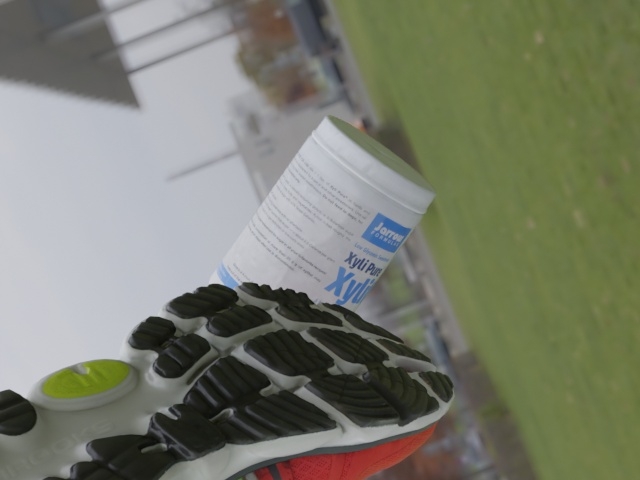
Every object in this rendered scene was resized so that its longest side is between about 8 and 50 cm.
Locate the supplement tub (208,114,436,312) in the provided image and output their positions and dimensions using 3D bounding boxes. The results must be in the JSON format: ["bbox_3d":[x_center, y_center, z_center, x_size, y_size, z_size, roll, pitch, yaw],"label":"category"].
[{"bbox_3d":[0.000,0.000,0.910,0.071,0.107,0.071,34,-169,-7],"label":"supplement tub"}]

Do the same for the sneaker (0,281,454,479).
[{"bbox_3d":[-0.063,0.102,0.752,0.107,0.279,0.118,39,130,34],"label":"sneaker"}]
